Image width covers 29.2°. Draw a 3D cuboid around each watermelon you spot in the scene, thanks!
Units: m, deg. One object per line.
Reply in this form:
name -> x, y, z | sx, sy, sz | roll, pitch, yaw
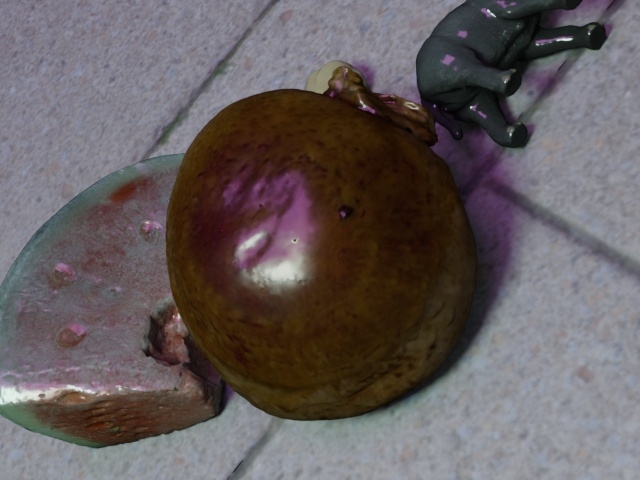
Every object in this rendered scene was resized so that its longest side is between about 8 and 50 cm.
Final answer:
watermelon -> -0.157, 0.070, 1.143 | 0.226, 0.148, 0.318 | 30, 67, 28

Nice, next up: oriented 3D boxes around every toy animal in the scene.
toy animal -> 0.178, -0.202, 1.075 | 0.137, 0.082, 0.270 | 22, 76, 43

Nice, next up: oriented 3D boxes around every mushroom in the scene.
mushroom -> 0.000, -0.012, 0.994 | 0.263, 0.195, 0.283 | 11, 60, 20

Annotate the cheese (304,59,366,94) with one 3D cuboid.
cheese -> 0.000, -0.083, 1.162 | 0.065, 0.043, 0.194 | -12, 56, 37
